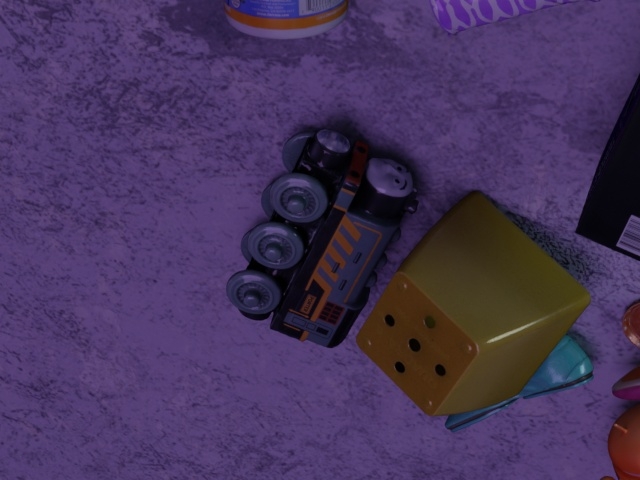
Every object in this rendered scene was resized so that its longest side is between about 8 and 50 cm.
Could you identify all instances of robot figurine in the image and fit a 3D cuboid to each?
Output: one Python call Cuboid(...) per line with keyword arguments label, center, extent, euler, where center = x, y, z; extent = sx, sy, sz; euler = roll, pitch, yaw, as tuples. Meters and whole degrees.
Cuboid(label="robot figurine", center=(0.463, 0.311, 1.701), extent=(0.158, 0.128, 0.219), euler=(-12, 117, 29))

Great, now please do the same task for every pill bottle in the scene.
Cuboid(label="pill bottle", center=(-0.044, -0.381, 1.433), extent=(0.152, 0.152, 0.272), euler=(10, 125, 18))

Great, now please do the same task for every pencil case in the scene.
Cuboid(label="pencil case", center=(0.225, -0.291, 1.426), extent=(0.206, 0.086, 0.088), euler=(-6, 147, 28))

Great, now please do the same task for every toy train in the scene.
Cuboid(label="toy train", center=(0.000, 0.000, 1.698), extent=(0.190, 0.142, 0.334), euler=(22, 128, -7))

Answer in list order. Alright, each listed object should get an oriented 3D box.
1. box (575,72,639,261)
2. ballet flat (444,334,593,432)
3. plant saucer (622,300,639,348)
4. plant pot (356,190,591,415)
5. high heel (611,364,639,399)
Cuboid(label="box", center=(0.387, -0.133, 1.394), extent=(0.103, 0.184, 0.261), euler=(25, 129, 9))
Cuboid(label="ballet flat", center=(0.264, 0.191, 1.751), extent=(0.247, 0.083, 0.087), euler=(-28, 84, 36))
Cuboid(label="plant saucer", center=(0.438, 0.110, 1.648), extent=(0.084, 0.013, 0.083), euler=(12, 126, 17))
Cuboid(label="plant pot", center=(0.174, 0.100, 1.605), extent=(0.212, 0.187, 0.212), euler=(44, 131, 18))
Cuboid(label="high heel", center=(0.509, 0.197, 1.629), extent=(0.244, 0.082, 0.117), euler=(-20, 103, 16))
